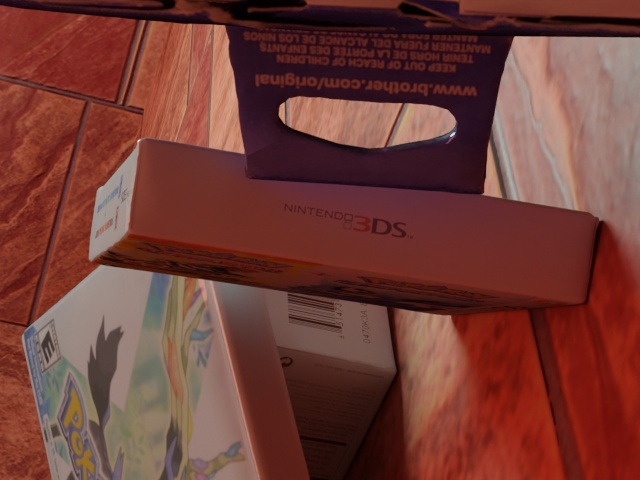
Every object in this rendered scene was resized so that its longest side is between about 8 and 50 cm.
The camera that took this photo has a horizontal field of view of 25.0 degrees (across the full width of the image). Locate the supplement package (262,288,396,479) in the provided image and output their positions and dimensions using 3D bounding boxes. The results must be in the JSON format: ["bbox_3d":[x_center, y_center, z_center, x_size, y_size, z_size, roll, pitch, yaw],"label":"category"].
[{"bbox_3d":[-0.031,0.100,0.944,0.105,0.105,0.179,-95,22,-49],"label":"supplement package"}]

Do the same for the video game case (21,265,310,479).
[{"bbox_3d":[-0.092,0.170,0.892,0.300,0.036,0.329,-34,66,54],"label":"video game case"}]

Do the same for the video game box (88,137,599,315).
[{"bbox_3d":[0.000,0.000,0.691,0.187,0.205,0.048,154,124,-75],"label":"video game box"}]

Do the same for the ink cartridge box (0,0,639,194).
[{"bbox_3d":[0.021,-0.211,0.508,0.151,0.270,0.395,-50,-37,-80],"label":"ink cartridge box"}]
